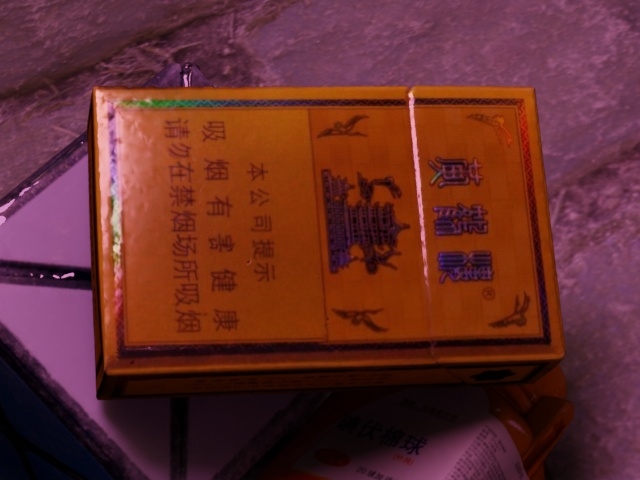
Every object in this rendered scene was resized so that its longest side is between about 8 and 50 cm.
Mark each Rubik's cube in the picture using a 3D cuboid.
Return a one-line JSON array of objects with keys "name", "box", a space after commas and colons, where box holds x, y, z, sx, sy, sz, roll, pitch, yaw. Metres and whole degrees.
[{"name": "Rubik's cube", "box": [-0.137, 0.058, 1.360, 0.255, 0.260, 0.259, -44, 8, -27]}]

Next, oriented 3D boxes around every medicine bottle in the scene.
[{"name": "medicine bottle", "box": [0.072, 0.158, 1.293, 0.149, 0.112, 0.222, 14, 49, 40]}]

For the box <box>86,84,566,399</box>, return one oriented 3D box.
[{"name": "box", "box": [0.000, 0.000, 1.220, 0.301, 0.084, 0.192, -1, 74, -12]}]
